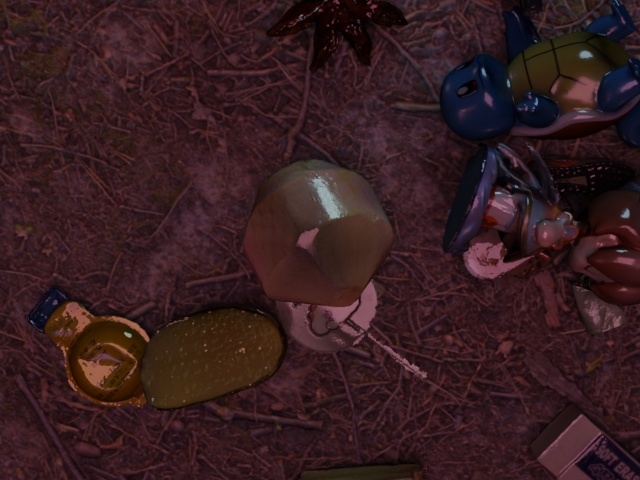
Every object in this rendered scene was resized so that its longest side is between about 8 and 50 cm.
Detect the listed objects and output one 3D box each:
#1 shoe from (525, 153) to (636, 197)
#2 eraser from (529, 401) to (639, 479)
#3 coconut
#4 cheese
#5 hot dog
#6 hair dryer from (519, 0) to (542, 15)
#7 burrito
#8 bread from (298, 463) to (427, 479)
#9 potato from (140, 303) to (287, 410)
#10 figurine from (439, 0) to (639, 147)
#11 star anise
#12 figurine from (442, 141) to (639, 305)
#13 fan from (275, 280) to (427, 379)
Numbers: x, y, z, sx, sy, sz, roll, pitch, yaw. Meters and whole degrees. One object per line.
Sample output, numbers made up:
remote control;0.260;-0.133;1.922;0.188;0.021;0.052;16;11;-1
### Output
shoe;0.451;-0.122;1.674;0.194;0.077;0.074;-1;124;-3
eraser;0.531;0.436;1.766;0.279;0.081;0.124;42;98;-6
coconut;0.000;0.000;1.631;0.259;0.259;0.259;0;100;1
cheese;-0.412;0.198;1.751;0.270;0.069;0.177;40;98;-3
hot dog;0.360;-0.004;1.704;0.252;0.069;0.131;-28;89;3
hair dryer;0.276;-0.469;1.622;0.219;0.075;0.195;-2;78;16
burrito;0.500;0.113;1.730;0.074;0.044;0.118;-24;101;8
bread;0.089;0.540;1.764;0.246;0.111;0.239;-9;99;13
potato;-0.185;0.210;1.727;0.271;0.111;0.160;-20;74;6
figurine;0.414;-0.271;1.597;0.416;0.298;0.243;4;144;-3
star anise;0.031;-0.414;1.599;0.288;0.088;0.288;-8;111;-22
figurine;0.415;-0.037;1.529;0.388;0.276;0.248;19;94;0
fan;0.067;0.159;1.764;0.329;0.009;0.191;39;98;-5
